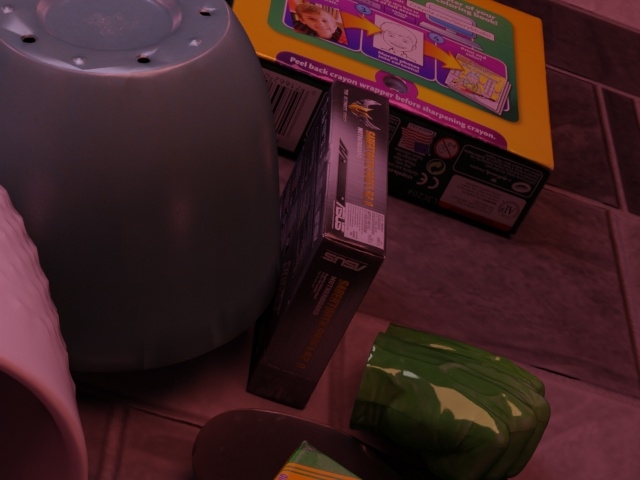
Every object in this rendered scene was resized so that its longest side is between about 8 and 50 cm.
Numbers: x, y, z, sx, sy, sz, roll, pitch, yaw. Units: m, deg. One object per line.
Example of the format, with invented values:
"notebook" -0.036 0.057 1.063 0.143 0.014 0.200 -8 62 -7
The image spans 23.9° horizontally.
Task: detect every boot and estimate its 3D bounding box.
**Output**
"boot" 0.046 0.209 1.170 0.305 0.112 0.115 22 6 0

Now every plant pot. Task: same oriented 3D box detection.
"plant pot" -0.166 -0.080 1.189 0.292 0.235 0.293 5 37 -4

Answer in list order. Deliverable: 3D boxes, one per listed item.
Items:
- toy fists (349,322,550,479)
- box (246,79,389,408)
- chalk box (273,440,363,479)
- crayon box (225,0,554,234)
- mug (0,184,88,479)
"toy fists" 0.106 0.133 1.200 0.142 0.096 0.279 16 1 7
"box" 0.000 0.000 1.298 0.056 0.183 0.231 18 36 -10
"chalk box" 0.027 0.268 1.028 0.213 0.132 0.132 32 37 7
"crayon box" 0.064 -0.191 1.637 0.362 0.106 0.313 20 35 -10
"mug" -0.356 0.067 0.961 0.374 0.276 0.328 -18 42 -6
